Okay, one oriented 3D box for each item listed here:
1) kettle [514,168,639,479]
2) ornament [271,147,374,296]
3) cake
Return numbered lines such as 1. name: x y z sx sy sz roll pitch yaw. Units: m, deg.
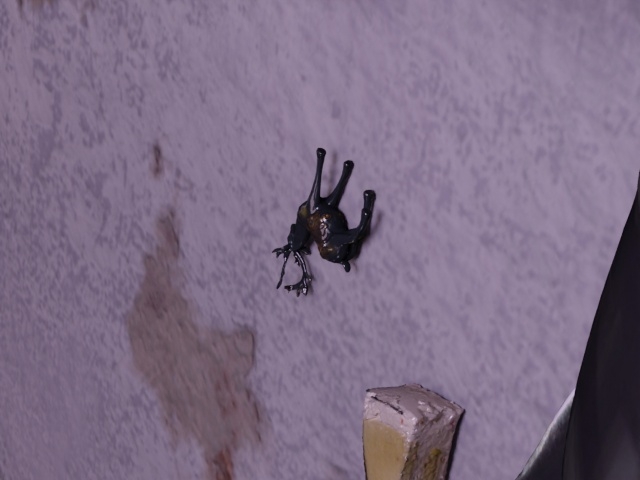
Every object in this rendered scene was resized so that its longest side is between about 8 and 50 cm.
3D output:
1. kettle: 0.256 0.116 0.799 0.321 0.228 0.324 25 128 15
2. ornament: 0.000 0.000 1.269 0.073 0.028 0.125 57 137 31
3. cake: 0.061 0.162 1.194 0.065 0.052 0.121 6 101 52
